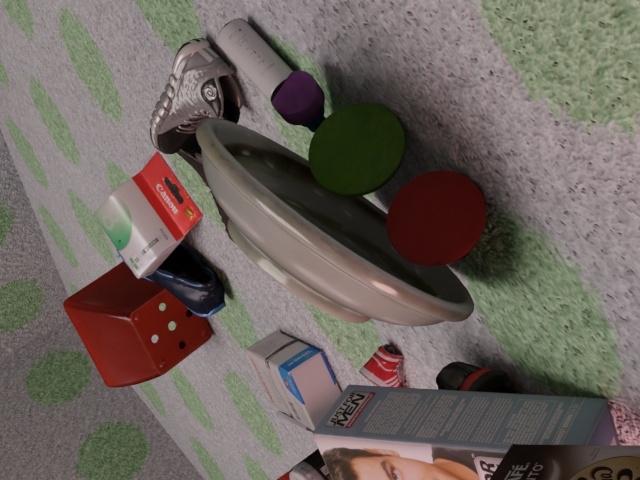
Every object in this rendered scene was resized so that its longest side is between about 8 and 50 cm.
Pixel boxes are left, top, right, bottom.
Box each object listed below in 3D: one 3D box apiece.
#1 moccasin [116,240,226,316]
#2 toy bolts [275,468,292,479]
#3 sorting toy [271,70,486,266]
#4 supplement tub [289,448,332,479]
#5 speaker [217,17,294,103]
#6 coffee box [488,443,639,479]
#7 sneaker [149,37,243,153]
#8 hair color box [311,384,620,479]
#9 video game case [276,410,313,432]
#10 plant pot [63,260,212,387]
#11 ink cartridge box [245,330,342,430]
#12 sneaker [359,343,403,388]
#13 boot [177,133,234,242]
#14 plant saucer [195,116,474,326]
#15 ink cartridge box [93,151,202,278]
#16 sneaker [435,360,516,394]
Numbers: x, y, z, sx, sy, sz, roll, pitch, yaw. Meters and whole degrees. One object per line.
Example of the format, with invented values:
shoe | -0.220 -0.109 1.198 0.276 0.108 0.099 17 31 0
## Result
moccasin | -0.333 0.035 2.433 0.342 0.138 0.117 30 143 27
toy bolts | 0.025 0.488 2.095 0.158 0.228 0.218 53 151 13
sorting toy | 0.079 -0.080 1.377 0.365 0.127 0.126 44 179 31
supplement tub | 0.048 0.413 1.965 0.117 0.190 0.117 44 153 29
speaker | -0.088 -0.255 1.538 0.136 0.055 0.055 48 157 24
coffee box | 0.311 0.303 1.100 0.297 0.168 0.119 -8 114 39
sneaker | -0.196 -0.203 1.756 0.132 0.086 0.229 40 133 19
hair color box | 0.193 0.295 1.379 0.374 0.113 0.185 -2 121 37
video game case | -0.024 0.382 2.227 0.087 0.011 0.122 21 175 40
plant pot | -0.431 0.206 2.702 0.236 0.267 0.267 4 123 50
ink cartridge box | -0.049 0.277 2.146 0.203 0.086 0.148 18 136 61
sneaker | 0.116 0.211 1.762 0.042 0.067 0.118 36 180 40
boot | -0.186 -0.095 1.937 0.263 0.091 0.229 35 151 48
plant saucer | 0.000 0.000 1.319 0.400 0.100 0.400 33 -168 -8
ink cartridge box | -0.373 -0.052 2.317 0.181 0.056 0.224 54 129 11
sneaker | 0.227 0.281 1.516 0.135 0.097 0.276 26 140 54
